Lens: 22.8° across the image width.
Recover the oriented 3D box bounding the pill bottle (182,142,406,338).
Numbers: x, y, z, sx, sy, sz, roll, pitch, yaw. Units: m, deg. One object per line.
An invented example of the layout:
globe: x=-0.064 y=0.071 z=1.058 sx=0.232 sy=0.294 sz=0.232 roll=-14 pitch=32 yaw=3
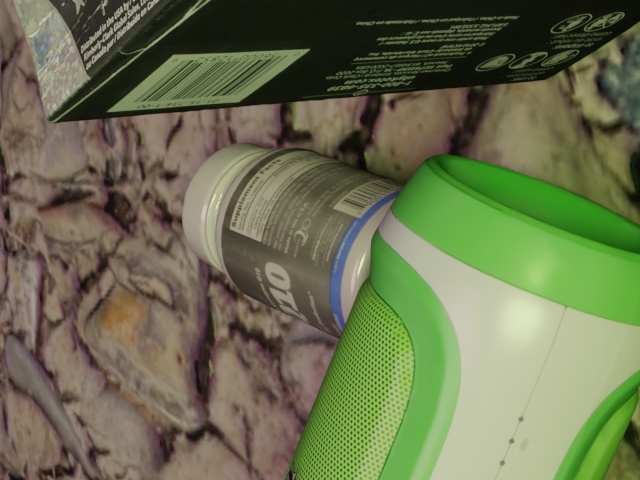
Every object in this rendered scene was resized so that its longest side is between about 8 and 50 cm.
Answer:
pill bottle: x=0.000 y=0.000 z=0.745 sx=0.137 sy=0.078 sz=0.078 roll=22 pitch=114 yaw=46

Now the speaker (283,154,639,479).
speaker: x=0.039 y=0.121 z=0.646 sx=0.131 sy=0.131 sz=0.297 roll=32 pitch=107 yaw=42

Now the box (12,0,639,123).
box: x=0.023 y=-0.142 z=0.552 sx=0.163 sy=0.247 sz=0.142 roll=-31 pitch=73 yaw=49
